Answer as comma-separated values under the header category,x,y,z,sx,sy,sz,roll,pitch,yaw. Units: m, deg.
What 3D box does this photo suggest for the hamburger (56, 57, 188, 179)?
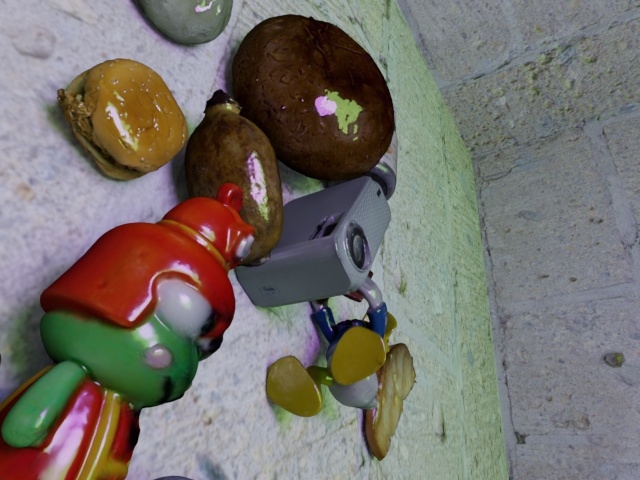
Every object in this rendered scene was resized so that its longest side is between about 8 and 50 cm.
category,x,y,z,sx,sy,sz,roll,pitch,yaw
hamburger,-0.239,-0.153,0.540,0.138,0.083,0.147,60,30,-25

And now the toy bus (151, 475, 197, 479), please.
category,x,y,z,sx,sy,sz,roll,pitch,yaw
toy bus,-0.149,0.371,0.363,0.232,0.194,0.287,4,74,-50

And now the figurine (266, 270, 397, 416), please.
category,x,y,z,sx,sy,sz,roll,pitch,yaw
figurine,0.052,0.187,0.846,0.338,0.205,0.283,43,35,-61

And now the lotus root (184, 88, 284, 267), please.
category,x,y,z,sx,sy,sz,roll,pitch,yaw
lotus root,-0.127,-0.088,0.630,0.129,0.145,0.259,-13,93,-48

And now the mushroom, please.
category,x,y,z,sx,sy,sz,roll,pitch,yaw
mushroom,-0.007,-0.280,0.843,0.346,0.239,0.344,9,49,-11

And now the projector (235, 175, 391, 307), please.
category,x,y,z,sx,sy,sz,roll,pitch,yaw
projector,0.000,0.000,0.755,0.108,0.199,0.250,62,32,-21

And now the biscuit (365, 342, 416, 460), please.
category,x,y,z,sx,sy,sz,roll,pitch,yaw
biscuit,0.163,0.356,1.024,0.299,0.045,0.154,-38,111,-57

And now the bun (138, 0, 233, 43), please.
category,x,y,z,sx,sy,sz,roll,pitch,yaw
bun,-0.209,-0.414,0.672,0.195,0.118,0.195,29,56,-54

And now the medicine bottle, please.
category,x,y,z,sx,sy,sz,roll,pitch,yaw
medicine bottle,0.110,-0.229,1.073,0.165,0.165,0.273,44,42,-42

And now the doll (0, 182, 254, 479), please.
category,x,y,z,sx,sy,sz,roll,pitch,yaw
doll,-0.179,0.075,0.438,0.363,0.160,0.182,-59,163,-30
